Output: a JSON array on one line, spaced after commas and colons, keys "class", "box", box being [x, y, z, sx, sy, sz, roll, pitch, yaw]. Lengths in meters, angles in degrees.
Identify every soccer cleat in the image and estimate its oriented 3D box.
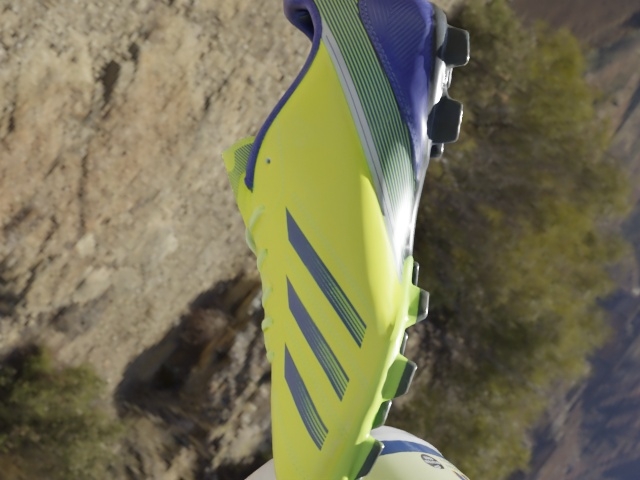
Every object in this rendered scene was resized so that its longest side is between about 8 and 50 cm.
[{"class": "soccer cleat", "box": [0.000, 0.000, 0.577, 0.093, 0.121, 0.289, 115, -14, -79]}]

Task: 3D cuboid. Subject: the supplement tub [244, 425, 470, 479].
[{"class": "supplement tub", "box": [0.079, 0.285, 0.630, 0.235, 0.325, 0.235, -21, 128, -30]}]
